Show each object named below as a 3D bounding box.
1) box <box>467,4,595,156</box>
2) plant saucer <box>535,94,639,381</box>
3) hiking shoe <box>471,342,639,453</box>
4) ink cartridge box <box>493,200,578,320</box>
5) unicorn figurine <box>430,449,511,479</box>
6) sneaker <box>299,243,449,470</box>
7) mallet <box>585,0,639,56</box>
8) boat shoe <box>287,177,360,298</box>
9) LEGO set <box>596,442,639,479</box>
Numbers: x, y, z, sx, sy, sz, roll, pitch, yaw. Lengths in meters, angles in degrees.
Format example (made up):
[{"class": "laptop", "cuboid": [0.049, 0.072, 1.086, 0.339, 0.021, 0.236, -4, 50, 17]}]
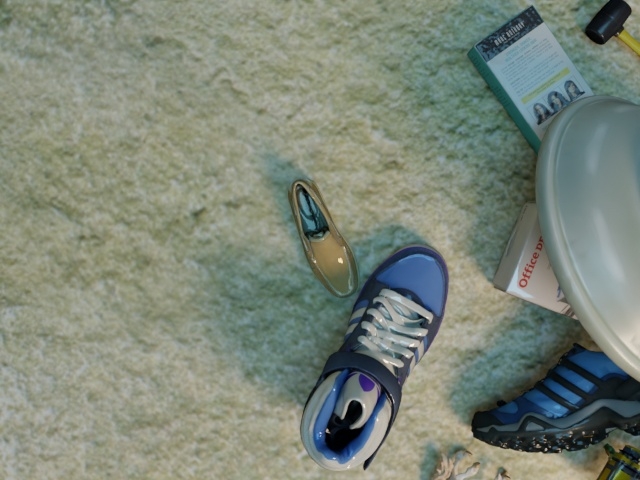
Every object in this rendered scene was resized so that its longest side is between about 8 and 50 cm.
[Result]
[{"class": "box", "cuboid": [0.322, -0.201, 0.968, 0.100, 0.060, 0.244, -35, 91, 2]}, {"class": "plant saucer", "cuboid": [0.442, -0.015, 0.843, 0.401, 0.100, 0.400, 11, 67, -28]}, {"class": "hiking shoe", "cuboid": [0.353, 0.215, 0.947, 0.304, 0.113, 0.132, -20, 54, 29]}, {"class": "ink cartridge box", "cuboid": [0.366, 0.040, 0.967, 0.191, 0.082, 0.139, 20, 94, -1]}, {"class": "unicorn figurine", "cuboid": [0.235, 0.386, 1.002, 0.162, 0.060, 0.111, 28, 93, 16]}, {"class": "sneaker", "cuboid": [0.083, 0.156, 0.901, 0.130, 0.236, 0.322, 32, 93, 0]}, {"class": "mallet", "cuboid": [0.474, -0.276, 0.977, 0.190, 0.039, 0.062, 32, 96, -4]}, {"class": "boat shoe", "cuboid": [0.000, 0.000, 0.979, 0.068, 0.072, 0.190, -28, 92, 2]}, {"class": "LEGO set", "cuboid": [0.556, 0.347, 0.892, 0.331, 0.255, 0.192, 34, 83, 4]}]
